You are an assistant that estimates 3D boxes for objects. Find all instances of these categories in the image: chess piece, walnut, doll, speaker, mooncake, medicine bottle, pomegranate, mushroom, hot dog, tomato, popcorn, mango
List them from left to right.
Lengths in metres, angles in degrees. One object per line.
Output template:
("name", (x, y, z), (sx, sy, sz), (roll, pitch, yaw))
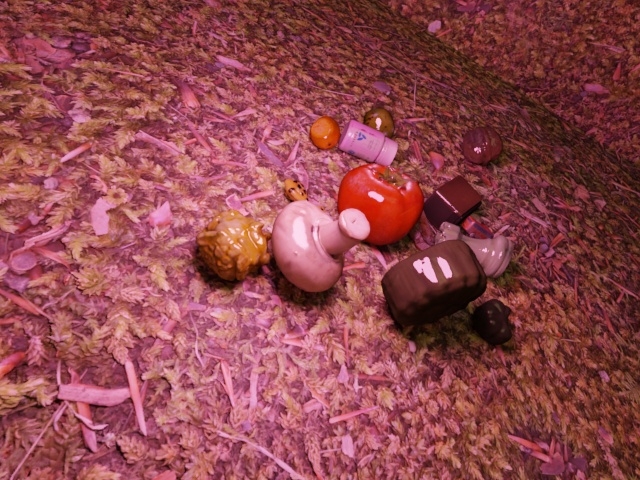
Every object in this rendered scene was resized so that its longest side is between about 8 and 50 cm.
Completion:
("popcorn", (-0.278, 0.010, 1.333), (0.254, 0.195, 0.256), (12, 34, -25))
("doll", (-0.045, -0.130, 1.617), (0.291, 0.086, 0.117), (51, 21, 13))
("mushroom", (-0.031, 0.017, 1.362), (0.314, 0.356, 0.316), (1, 85, -8))
("mango", (0.023, -0.502, 1.914), (0.141, 0.102, 0.217), (2, 49, 4))
("medicine bottle", (0.224, -0.451, 1.939), (0.254, 0.152, 0.152), (22, 50, -10))
("pomegranate", (0.262, -0.562, 2.043), (0.209, 0.180, 0.180), (-8, 55, 5))
("tomato", (0.230, -0.148, 1.651), (0.341, 0.273, 0.342), (15, 37, -12))
("hot dog", (0.428, -0.061, 1.814), (0.131, 0.069, 0.253), (5, 57, -34))
("mooncake", (0.396, 0.161, 1.445), (0.356, 0.356, 0.194), (-8, 59, -31))
("speaker", (0.606, -0.170, 1.920), (0.230, 0.153, 0.193), (-31, 74, -38))
("chess piece", (0.653, 0.027, 1.793), (0.298, 0.195, 0.195), (23, 49, 2))
("walnut", (0.898, -0.522, 2.296), (0.224, 0.224, 0.224), (13, 52, -17))
("mooncake", (0.696, 0.323, 1.643), (0.168, 0.104, 0.175), (4, 58, -31))

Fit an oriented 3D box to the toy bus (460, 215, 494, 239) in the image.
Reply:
("toy bus", (0.723, -0.043, 1.901), (0.192, 0.077, 0.065), (25, 28, -35))
